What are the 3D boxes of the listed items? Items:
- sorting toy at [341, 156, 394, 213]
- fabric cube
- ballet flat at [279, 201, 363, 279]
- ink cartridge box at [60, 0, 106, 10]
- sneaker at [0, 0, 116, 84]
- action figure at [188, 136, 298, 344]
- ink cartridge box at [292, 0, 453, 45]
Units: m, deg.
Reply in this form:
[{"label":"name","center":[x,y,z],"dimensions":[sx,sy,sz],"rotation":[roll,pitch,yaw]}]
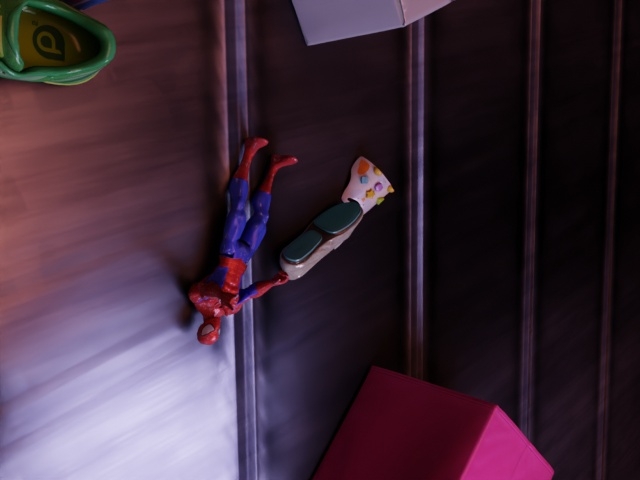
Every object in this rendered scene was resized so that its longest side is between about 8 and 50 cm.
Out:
[{"label":"sorting toy","center":[0.071,-0.076,1.081],"dimensions":[0.075,0.045,0.083],"rotation":[-47,125,-6]},{"label":"fabric cube","center":[0.174,0.395,1.075],"dimensions":[0.259,0.254,0.258],"rotation":[47,64,-36]},{"label":"ballet flat","center":[0.000,0.000,1.019],"dimensions":[0.168,0.057,0.052],"rotation":[-36,145,-30]},{"label":"ink cartridge box","center":[-0.267,-0.468,0.650],"dimensions":[0.395,0.151,0.270],"rotation":[51,61,-32]},{"label":"sneaker","center":[-0.332,-0.206,0.631],"dimensions":[0.295,0.123,0.110],"rotation":[-7,100,-41]},{"label":"action figure","center":[-0.087,0.008,0.878],"dimensions":[0.091,0.139,0.280],"rotation":[27,79,-40]},{"label":"ink cartridge box","center":[0.113,-0.387,0.971],"dimensions":[0.273,0.197,0.114],"rotation":[-35,117,-34]}]
